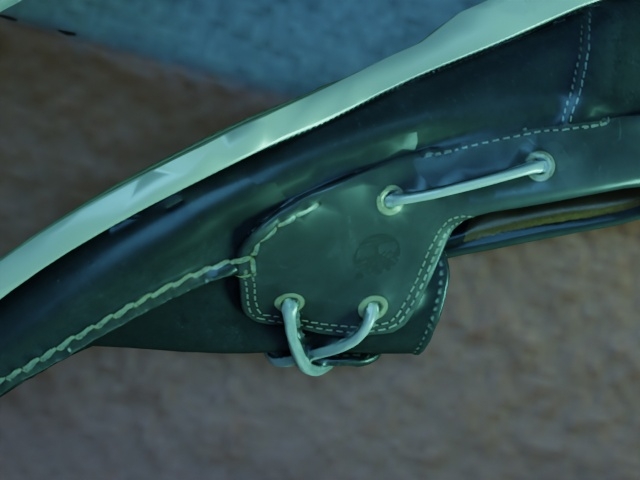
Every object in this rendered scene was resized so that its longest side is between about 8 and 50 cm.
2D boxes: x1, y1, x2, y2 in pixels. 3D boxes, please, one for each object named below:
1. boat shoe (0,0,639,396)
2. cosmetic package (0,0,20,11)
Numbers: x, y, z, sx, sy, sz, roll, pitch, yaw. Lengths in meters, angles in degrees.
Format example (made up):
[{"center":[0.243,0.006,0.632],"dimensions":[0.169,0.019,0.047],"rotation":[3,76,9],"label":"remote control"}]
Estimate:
[{"center":[0.000,0.000,0.501],"dimensions":[0.233,0.084,0.079],"rotation":[-24,88,-11],"label":"boat shoe"},{"center":[-0.226,-0.213,0.292],"dimensions":[0.327,0.329,0.393],"rotation":[-10,87,-51],"label":"cosmetic package"}]
